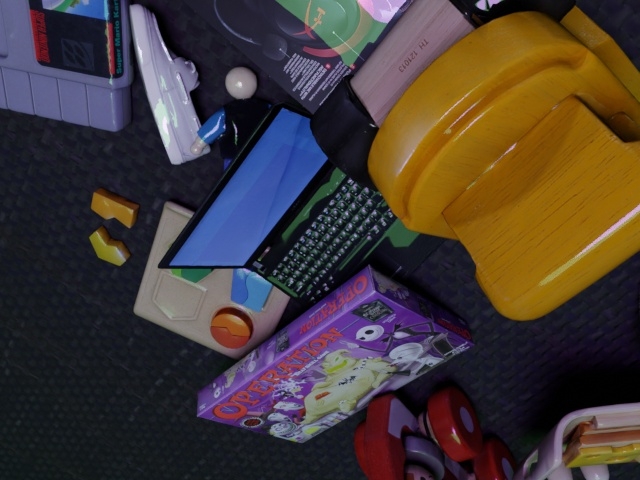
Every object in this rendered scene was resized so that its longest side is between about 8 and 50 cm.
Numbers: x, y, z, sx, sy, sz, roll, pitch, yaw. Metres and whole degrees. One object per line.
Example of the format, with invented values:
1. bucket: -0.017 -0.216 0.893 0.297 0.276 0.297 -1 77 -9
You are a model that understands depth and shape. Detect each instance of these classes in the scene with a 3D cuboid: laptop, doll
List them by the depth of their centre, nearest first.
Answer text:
1. laptop: 0.000 0.000 0.625 0.264 0.136 0.234 37 112 -9
2. doll: -0.092 -0.113 0.648 0.129 0.046 0.189 -4 117 -8

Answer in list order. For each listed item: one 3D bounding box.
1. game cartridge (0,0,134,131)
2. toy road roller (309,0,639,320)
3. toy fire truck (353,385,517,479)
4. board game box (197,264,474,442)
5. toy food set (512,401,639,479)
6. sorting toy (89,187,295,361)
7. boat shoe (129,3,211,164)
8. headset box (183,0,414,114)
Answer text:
1. game cartridge: -0.323 -0.312 0.589 0.230 0.068 0.355 14 121 9
2. toy road roller: 0.173 -0.065 0.439 0.329 0.240 0.202 8 135 -46
3. toy fire truck: 0.164 0.371 0.739 0.169 0.254 0.302 -30 112 25
4. board game box: 0.013 0.180 0.746 0.208 0.056 0.347 32 123 -31
5. toy food set: 0.408 0.275 0.656 0.306 0.092 0.219 -6 144 2
6. sorting toy: -0.200 0.056 0.774 0.307 0.041 0.229 25 121 -2
7. boat shoe: -0.173 -0.182 0.628 0.063 0.066 0.184 -18 112 -15
8. headset box: 0.023 -0.250 0.512 0.293 0.110 0.218 39 120 -10
